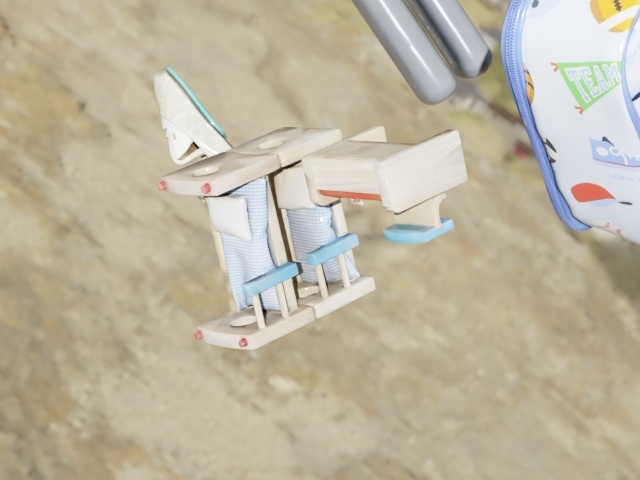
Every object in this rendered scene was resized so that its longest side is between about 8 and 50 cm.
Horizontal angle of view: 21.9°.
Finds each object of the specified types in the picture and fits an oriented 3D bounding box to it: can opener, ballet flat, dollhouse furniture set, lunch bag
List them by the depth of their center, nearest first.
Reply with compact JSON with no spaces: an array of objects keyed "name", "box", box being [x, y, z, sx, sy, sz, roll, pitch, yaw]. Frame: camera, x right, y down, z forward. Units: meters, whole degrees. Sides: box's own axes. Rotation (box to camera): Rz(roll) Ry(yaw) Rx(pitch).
[{"name":"lunch bag","box":[0.241,-0.159,1.054,0.115,0.303,0.243,18,-28,38]},{"name":"dollhouse furniture set","box":[0.000,0.000,1.159,0.129,0.129,0.184,-25,20,-37]},{"name":"can opener","box":[0.035,-0.233,1.267,0.280,0.074,0.093,57,-10,-8]},{"name":"ballet flat","box":[-0.088,-0.064,1.301,0.168,0.052,0.057,48,-7,8]}]
